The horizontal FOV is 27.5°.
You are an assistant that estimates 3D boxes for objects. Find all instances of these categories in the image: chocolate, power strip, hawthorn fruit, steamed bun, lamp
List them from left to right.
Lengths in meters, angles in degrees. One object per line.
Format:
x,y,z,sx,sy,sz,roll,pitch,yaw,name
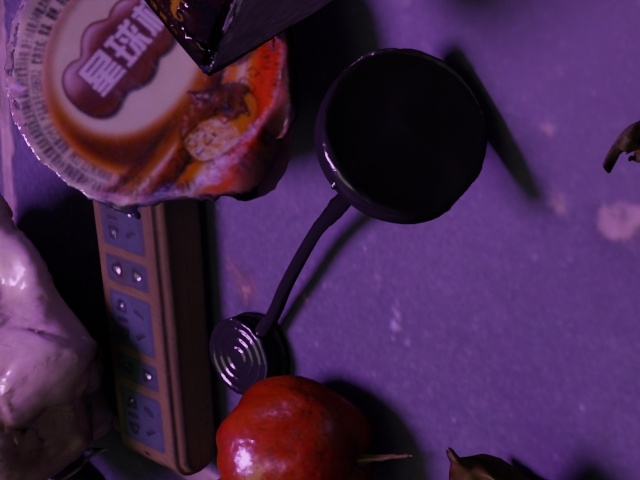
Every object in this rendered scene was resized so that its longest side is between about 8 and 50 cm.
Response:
-0.328,0.104,1.178,0.280,0.207,0.268,57,161,12,steamed bun
-0.144,0.020,1.097,0.092,0.066,0.388,17,118,40,power strip
-0.097,-0.109,0.925,0.221,0.147,0.221,-2,80,13,chocolate
-0.024,0.012,0.927,0.130,0.108,0.371,57,138,8,lamp
-0.018,0.163,0.979,0.140,0.125,0.125,-5,103,60,hawthorn fruit

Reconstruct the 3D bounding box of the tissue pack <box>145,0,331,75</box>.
-0.080,-0.307,0.748,0.370,0.198,0.210,51,149,9,tissue pack

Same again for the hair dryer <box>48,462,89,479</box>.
-0.403,0.178,1.396,0.359,0.303,0.120,-128,52,-66,hair dryer

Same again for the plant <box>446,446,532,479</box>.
0.172,0.276,0.799,0.333,0.180,0.251,20,131,37,plant

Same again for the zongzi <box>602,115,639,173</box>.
0.199,-0.279,0.516,0.418,0.181,0.447,-27,84,50,zongzi

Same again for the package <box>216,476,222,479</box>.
-0.062,0.232,1.135,0.083,0.022,0.200,59,140,11,package
